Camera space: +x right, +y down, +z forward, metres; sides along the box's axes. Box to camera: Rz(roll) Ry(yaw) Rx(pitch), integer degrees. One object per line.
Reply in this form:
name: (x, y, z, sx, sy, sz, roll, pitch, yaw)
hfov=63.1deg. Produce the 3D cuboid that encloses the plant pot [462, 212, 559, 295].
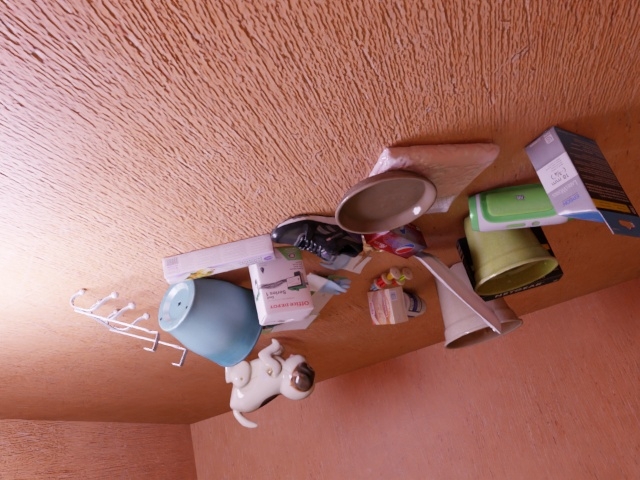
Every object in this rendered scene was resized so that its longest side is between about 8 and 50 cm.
plant pot: (0.604, 0.012, 1.739, 0.276, 0.254, 0.276, -13, 156, -6)

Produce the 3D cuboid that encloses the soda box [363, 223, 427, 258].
soda box: (0.236, -0.017, 1.665, 0.092, 0.083, 0.263, -30, 151, 27)

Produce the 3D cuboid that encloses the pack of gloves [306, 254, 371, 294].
pack of gloves: (0.062, 0.127, 1.837, 0.232, 0.046, 0.195, 12, 123, -45)

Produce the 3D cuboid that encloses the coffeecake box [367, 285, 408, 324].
coffeecake box: (0.275, 0.272, 2.156, 0.068, 0.142, 0.185, -8, 173, -24)

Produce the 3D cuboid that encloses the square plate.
square plate: (0.458, 0.153, 1.772, 0.049, 0.344, 0.347, -47, 178, 5)

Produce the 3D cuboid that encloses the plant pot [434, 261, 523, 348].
plant pot: (0.637, 0.261, 2.215, 0.333, 0.305, 0.334, -13, 156, -6)

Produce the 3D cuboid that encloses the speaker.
speaker: (0.611, -0.101, 1.593, 0.296, 0.131, 0.131, -7, 158, 17)

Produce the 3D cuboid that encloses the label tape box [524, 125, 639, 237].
label tape box: (0.723, -0.130, 1.413, 0.240, 0.334, 0.106, 4, 149, -36)

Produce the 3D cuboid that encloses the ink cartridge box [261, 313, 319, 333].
ink cartridge box: (-0.141, 0.337, 2.220, 0.235, 0.056, 0.171, -1, 151, -24)

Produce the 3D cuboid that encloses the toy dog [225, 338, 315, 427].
toy dog: (-0.227, 0.657, 2.465, 0.407, 0.395, 0.284, -6, 146, 0)

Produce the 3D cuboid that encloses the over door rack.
over door rack: (-0.569, 0.256, 1.601, 0.324, 0.108, 0.239, 22, 161, 17)

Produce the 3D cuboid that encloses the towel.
towel: (0.277, -0.157, 1.438, 0.331, 0.053, 0.317, -7, 154, -20)

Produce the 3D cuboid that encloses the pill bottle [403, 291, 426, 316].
pill bottle: (0.401, 0.294, 2.378, 0.112, 0.112, 0.186, -31, 151, 31)

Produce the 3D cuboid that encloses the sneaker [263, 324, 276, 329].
sneaker: (-0.260, 0.306, 1.997, 0.295, 0.124, 0.178, -18, 161, -14)

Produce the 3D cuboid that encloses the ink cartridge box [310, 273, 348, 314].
ink cartridge box: (-0.005, 0.185, 1.942, 0.109, 0.062, 0.209, 15, 122, -47)

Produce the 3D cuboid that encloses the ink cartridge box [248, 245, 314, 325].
ink cartridge box: (-0.124, 0.138, 1.617, 0.160, 0.219, 0.092, -5, 154, -21)

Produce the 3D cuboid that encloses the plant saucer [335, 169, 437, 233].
plant saucer: (0.171, -0.101, 1.385, 0.277, 0.041, 0.278, -10, 152, -5)

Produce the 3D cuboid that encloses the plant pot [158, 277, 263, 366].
plant pot: (-0.363, 0.241, 1.670, 0.271, 0.272, 0.255, -31, 137, 30)

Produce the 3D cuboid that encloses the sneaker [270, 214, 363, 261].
sneaker: (0.000, 0.000, 1.514, 0.283, 0.124, 0.107, -4, 152, -23)

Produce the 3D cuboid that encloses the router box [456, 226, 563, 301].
router box: (0.693, 0.072, 1.929, 0.308, 0.243, 0.081, -16, 155, 3)

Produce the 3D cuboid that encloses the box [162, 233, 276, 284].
box: (-0.296, 0.055, 1.529, 0.324, 0.067, 0.063, -14, 156, -5)

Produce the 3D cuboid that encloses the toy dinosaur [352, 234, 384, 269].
toy dinosaur: (0.162, 0.022, 1.753, 0.112, 0.064, 0.211, 1, 147, 7)

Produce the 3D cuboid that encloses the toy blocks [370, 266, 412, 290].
toy blocks: (0.280, 0.164, 2.103, 0.123, 0.054, 0.148, 6, 148, -38)
